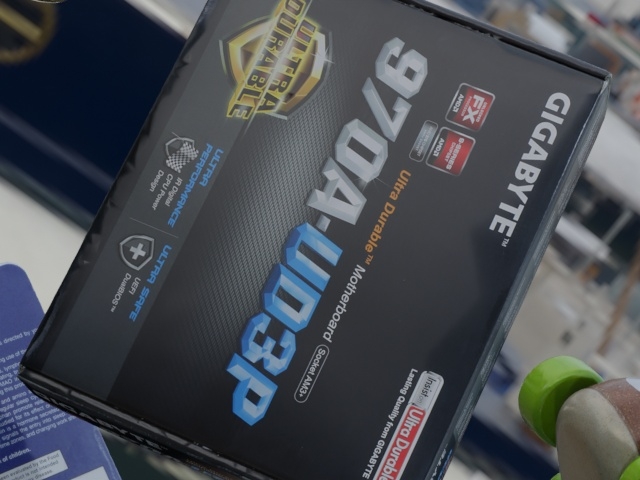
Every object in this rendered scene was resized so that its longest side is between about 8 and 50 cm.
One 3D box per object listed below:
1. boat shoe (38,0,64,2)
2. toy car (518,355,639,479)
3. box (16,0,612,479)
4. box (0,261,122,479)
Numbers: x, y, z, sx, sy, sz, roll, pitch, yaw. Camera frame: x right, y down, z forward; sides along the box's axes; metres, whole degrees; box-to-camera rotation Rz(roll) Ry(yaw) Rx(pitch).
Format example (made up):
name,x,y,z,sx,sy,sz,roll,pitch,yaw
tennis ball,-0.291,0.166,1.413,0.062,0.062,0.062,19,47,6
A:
name,x,y,z,sx,sy,sz,roll,pitch,yaw
boat shoe,-0.053,-0.096,0.302,0.072,0.068,0.190,20,-20,-1
toy car,0.234,0.130,1.094,0.155,0.188,0.149,-134,-151,-62
box,0.000,0.000,0.804,0.175,0.220,0.051,23,-15,13
box,-0.171,0.132,0.988,0.136,0.036,0.225,-20,82,-36
